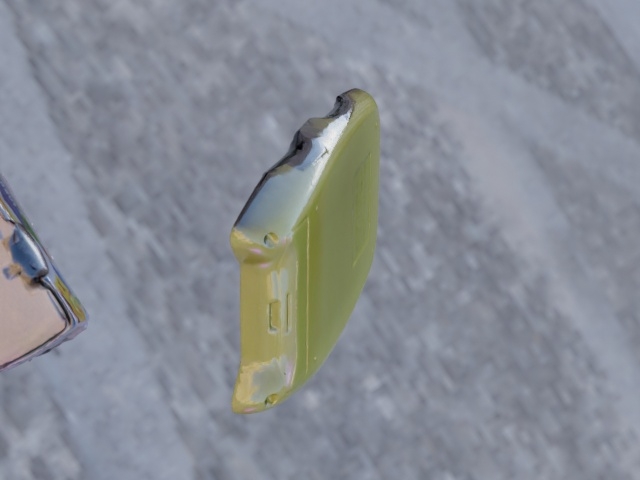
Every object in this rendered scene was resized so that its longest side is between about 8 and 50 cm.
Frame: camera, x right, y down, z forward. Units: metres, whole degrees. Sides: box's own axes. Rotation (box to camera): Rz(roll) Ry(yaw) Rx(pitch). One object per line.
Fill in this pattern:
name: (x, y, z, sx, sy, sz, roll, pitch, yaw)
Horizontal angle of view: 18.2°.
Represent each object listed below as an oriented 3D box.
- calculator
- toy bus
calculator: (0.000, 0.000, 1.205, 0.236, 0.033, 0.157, -54, 148, -58)
toy bus: (-0.294, -0.026, 1.639, 0.274, 0.090, 0.112, 60, 5, 3)
